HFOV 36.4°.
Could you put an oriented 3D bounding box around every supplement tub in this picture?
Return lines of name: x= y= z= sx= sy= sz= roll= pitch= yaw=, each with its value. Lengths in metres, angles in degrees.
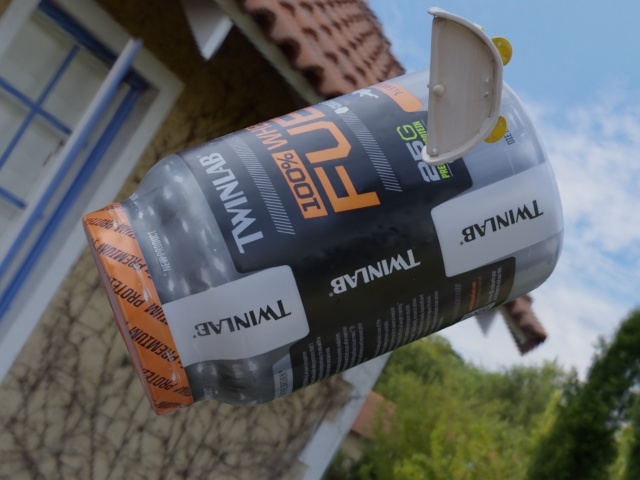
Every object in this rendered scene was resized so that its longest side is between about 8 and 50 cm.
supplement tub: x=0.000 y=0.000 z=0.721 sx=0.193 sy=0.316 sz=0.193 roll=59 pitch=-18 yaw=32

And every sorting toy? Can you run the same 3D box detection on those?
sorting toy: x=0.076 y=-0.092 z=0.547 sx=0.045 sy=0.083 sz=0.075 roll=-1 pitch=22 yaw=-3
